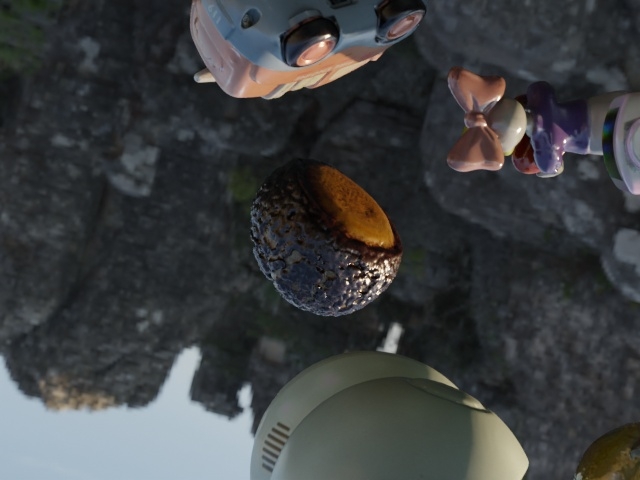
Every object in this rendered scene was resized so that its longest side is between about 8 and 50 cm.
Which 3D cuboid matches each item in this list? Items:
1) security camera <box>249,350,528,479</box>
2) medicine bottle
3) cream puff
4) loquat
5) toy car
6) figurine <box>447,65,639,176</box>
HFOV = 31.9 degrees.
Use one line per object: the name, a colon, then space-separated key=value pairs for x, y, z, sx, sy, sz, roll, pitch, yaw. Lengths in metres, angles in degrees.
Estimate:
security camera: x=0.047 y=0.182 z=0.788 sx=0.195 sy=0.194 sz=0.236 roll=15 pitch=180 yaw=-6
medicine bottle: x=0.368 y=-0.111 z=1.271 sx=0.078 sy=0.115 sz=0.219 roll=-2 pitch=-175 yaw=8
cream puff: x=0.000 y=0.000 z=1.604 sx=0.239 sy=0.165 sz=0.239 roll=35 pitch=-155 yaw=-19
loquat: x=0.384 y=0.301 z=1.370 sx=0.152 sy=0.152 sz=0.195 roll=14 pitch=136 yaw=3
toy car: x=-0.024 y=-0.264 z=1.298 sx=0.271 sy=0.180 sz=0.212 roll=-23 pitch=166 yaw=-31
figurine: x=0.352 y=-0.162 z=1.636 sx=0.421 sy=0.154 sz=0.193 roll=-1 pitch=177 yaw=-20
